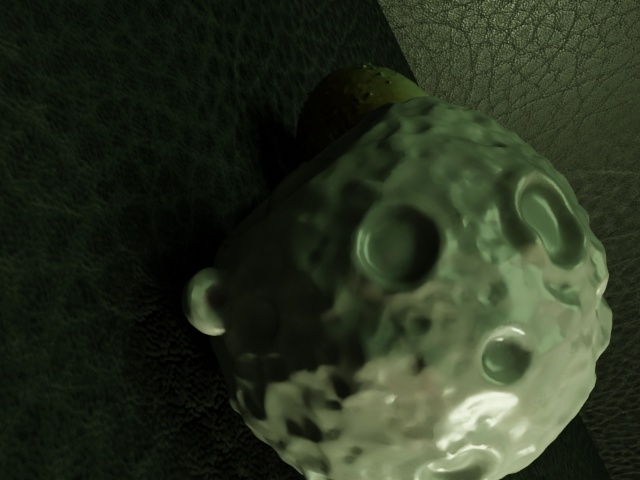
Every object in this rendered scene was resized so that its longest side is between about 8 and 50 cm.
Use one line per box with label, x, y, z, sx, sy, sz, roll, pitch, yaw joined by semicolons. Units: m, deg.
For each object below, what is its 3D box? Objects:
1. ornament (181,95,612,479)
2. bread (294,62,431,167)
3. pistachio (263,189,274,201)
ornament;0.075;0.059;0.743;0.337;0.337;0.337;55;22;-35
bread;0.078;-0.067;1.088;0.305;0.159;0.305;47;-16;18
pistachio;0.000;0.000;0.964;0.185;0.124;0.124;60;18;-49
